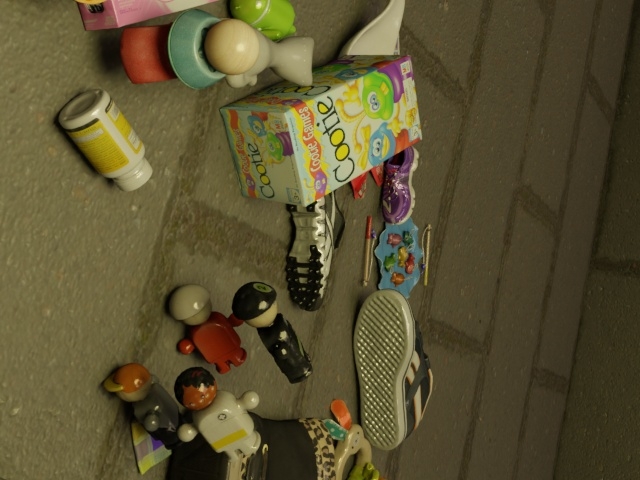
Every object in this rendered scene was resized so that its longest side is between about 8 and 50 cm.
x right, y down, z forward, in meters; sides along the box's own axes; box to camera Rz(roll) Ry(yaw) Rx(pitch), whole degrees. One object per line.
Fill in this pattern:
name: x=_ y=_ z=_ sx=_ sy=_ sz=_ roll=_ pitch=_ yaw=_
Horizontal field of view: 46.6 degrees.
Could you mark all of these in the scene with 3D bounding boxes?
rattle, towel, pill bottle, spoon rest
rattle: x=0.082 y=0.404 z=1.367 sx=0.130 sy=0.143 sz=0.199 roll=-14 pitch=113 yaw=-34
towel: x=-0.229 y=0.269 z=1.010 sx=0.060 sy=0.009 sz=0.083 roll=-22 pitch=112 yaw=-52
pill bottle: x=-0.249 y=-0.115 z=0.876 sx=0.065 sy=0.065 sz=0.116 roll=-59 pitch=137 yaw=-31
spoon rest: x=0.091 y=-0.359 z=1.305 sx=0.137 sy=0.084 sz=0.276 roll=21 pitch=77 yaw=-54

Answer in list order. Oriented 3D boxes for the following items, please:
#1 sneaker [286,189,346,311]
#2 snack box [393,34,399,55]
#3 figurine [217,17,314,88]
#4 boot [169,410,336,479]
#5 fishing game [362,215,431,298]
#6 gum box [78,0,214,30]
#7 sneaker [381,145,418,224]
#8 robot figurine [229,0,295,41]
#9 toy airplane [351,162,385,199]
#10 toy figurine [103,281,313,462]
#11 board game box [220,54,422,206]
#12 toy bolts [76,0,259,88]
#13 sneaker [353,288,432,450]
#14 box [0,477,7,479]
sneaker: x=0.000 y=0.000 z=1.234 sx=0.106 sy=0.078 sz=0.234 roll=-11 pitch=102 yaw=-51
snack box: x=0.129 y=-0.314 z=1.417 sx=0.064 sy=0.022 sz=0.178 roll=-21 pitch=112 yaw=-51
figurine: x=-0.070 y=-0.305 z=0.970 sx=0.209 sy=0.092 sz=0.214 roll=-13 pitch=107 yaw=-55
boot: x=-0.108 y=0.432 z=1.107 sx=0.284 sy=0.138 sz=0.377 roll=18 pitch=76 yaw=-55
fishing game: x=0.167 y=0.037 z=1.512 sx=0.264 sy=0.041 sz=0.189 roll=11 pitch=83 yaw=-55
gum box: x=-0.214 y=-0.325 z=0.894 sx=0.188 sy=0.062 sz=0.107 roll=-37 pitch=124 yaw=-46
sneaker: x=0.141 y=-0.113 z=1.425 sx=0.071 sy=0.068 sz=0.169 roll=27 pitch=66 yaw=-57
robot figurine: x=-0.084 y=-0.331 z=1.074 sx=0.115 sy=0.067 sz=0.101 roll=18 pitch=67 yaw=-53
toy airplane: x=0.091 y=-0.136 z=1.382 sx=0.151 sy=0.028 sz=0.151 roll=14 pitch=90 yaw=-69
toy figurine: x=-0.142 y=0.159 z=0.948 sx=0.209 sy=0.213 sz=0.148 roll=-51 pitch=124 yaw=-34
board game box: x=0.010 y=-0.176 z=1.129 sx=0.275 sy=0.142 sz=0.144 roll=-32 pitch=121 yaw=-37
toy bolts: x=-0.158 y=-0.269 z=0.790 sx=0.218 sy=0.158 sz=0.228 roll=-35 pitch=124 yaw=-46
sneaker: x=0.143 y=0.234 z=1.435 sx=0.127 sy=0.126 sz=0.321 roll=-21 pitch=118 yaw=-50
box: x=-0.361 y=0.409 z=0.749 sx=0.148 sy=0.121 sz=0.311 roll=50 pitch=55 yaw=-47
